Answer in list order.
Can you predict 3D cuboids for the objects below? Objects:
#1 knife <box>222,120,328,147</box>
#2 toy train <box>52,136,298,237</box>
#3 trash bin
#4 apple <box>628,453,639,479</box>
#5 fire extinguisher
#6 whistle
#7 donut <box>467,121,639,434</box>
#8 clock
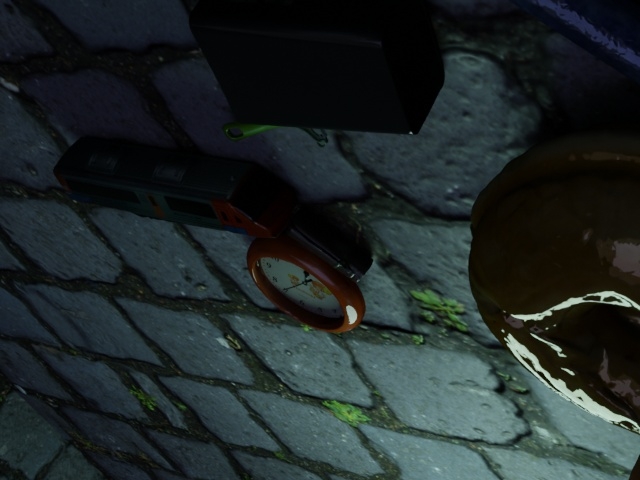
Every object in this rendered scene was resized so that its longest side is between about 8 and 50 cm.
[{"bbox_3d":[-0.061,-0.145,1.430,0.166,0.023,0.078,-1,131,44],"label":"knife"},{"bbox_3d":[-0.219,-0.083,1.622,0.409,0.086,0.089,11,143,35],"label":"toy train"},{"bbox_3d":[0.001,-0.201,1.190,0.225,0.115,0.165,12,146,30],"label":"trash bin"},{"bbox_3d":[0.496,0.303,1.331,0.253,0.254,0.254,24,151,15],"label":"apple"},{"bbox_3d":[0.000,0.000,1.566,0.157,0.045,0.078,37,-170,-6],"label":"fire extinguisher"},{"bbox_3d":[0.287,-0.174,0.997,0.304,0.062,0.062,33,152,1],"label":"whistle"},{"bbox_3d":[0.358,0.056,1.144,0.448,0.198,0.449,23,149,15],"label":"donut"},{"bbox_3d":[-0.022,0.064,1.690,0.205,0.051,0.205,26,151,16],"label":"clock"}]
